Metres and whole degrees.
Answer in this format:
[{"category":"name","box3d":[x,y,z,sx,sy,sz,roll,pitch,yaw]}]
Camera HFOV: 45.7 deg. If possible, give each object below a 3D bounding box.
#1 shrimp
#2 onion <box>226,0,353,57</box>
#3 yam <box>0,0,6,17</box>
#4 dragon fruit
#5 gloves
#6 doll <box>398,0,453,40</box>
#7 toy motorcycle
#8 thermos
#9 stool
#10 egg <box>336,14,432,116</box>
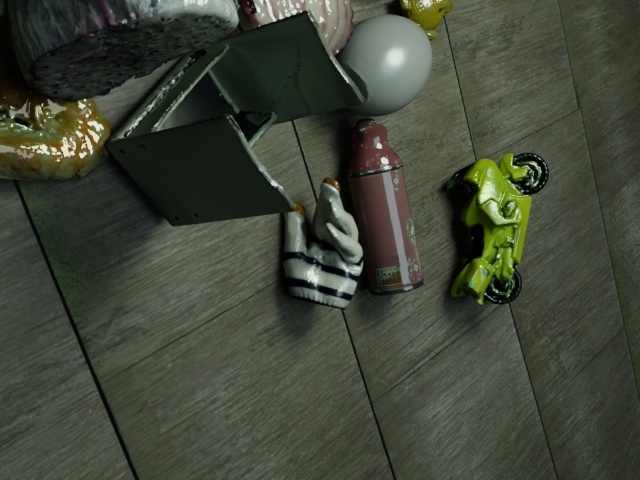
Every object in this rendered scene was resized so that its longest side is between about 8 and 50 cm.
[{"category":"shrimp","box3d":[-0.414,-0.149,1.003,0.294,0.062,0.154,-9,86,-48]},{"category":"onion","box3d":[-0.070,-0.416,1.268,0.280,0.146,0.314,-26,100,-47]},{"category":"yam","box3d":[-0.501,-0.327,0.843,0.202,0.201,0.271,-49,127,-30]},{"category":"dragon fruit","box3d":[-0.272,-0.325,0.951,0.204,0.283,0.221,12,61,-75]},{"category":"gloves","box3d":[0.013,0.004,1.340,0.131,0.140,0.219,18,83,-44]},{"category":"doll","box3d":[0.234,-0.520,1.571,0.137,0.097,0.209,41,58,-28]},{"category":"toy motorcycle","box3d":[0.358,-0.033,1.631,0.142,0.206,0.342,9,93,-73]},{"category":"thermos","box3d":[0.125,-0.072,1.455,0.136,0.109,0.330,-20,103,-40]},{"category":"stool","box3d":[-0.123,-0.171,1.105,0.170,0.269,0.244,54,49,-31]},{"category":"egg","box3d":[0.115,-0.327,1.404,0.232,0.176,0.176,-48,120,-41]}]
